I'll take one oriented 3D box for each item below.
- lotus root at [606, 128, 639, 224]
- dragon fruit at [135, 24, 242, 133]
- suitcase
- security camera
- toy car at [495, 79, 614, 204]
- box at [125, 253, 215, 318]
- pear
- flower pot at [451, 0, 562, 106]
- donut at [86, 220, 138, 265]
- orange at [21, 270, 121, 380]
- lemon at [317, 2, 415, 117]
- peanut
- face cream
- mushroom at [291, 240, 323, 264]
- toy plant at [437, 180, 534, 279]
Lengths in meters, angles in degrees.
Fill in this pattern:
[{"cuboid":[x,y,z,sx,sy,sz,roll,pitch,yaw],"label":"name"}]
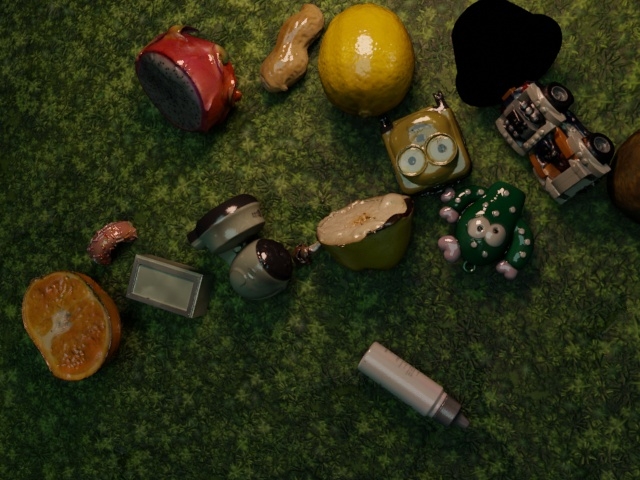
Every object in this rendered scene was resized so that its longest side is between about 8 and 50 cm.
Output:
[{"cuboid":[0.761,-0.139,1.267,0.251,0.346,0.250,0,90,8],"label":"lotus root"},{"cuboid":[-0.345,-0.447,1.633,0.291,0.290,0.189,35,64,14],"label":"dragon fruit"},{"cuboid":[0.265,-0.234,1.504,0.194,0.143,0.234,-20,84,15],"label":"suitcase"},{"cuboid":[-0.196,0.031,1.616,0.191,0.197,0.277,-33,87,23],"label":"security camera"},{"cuboid":[0.536,-0.235,1.402,0.118,0.193,0.301,-32,80,-27],"label":"toy car"},{"cuboid":[-0.438,0.130,1.731,0.225,0.086,0.129,15,93,16],"label":"box"},{"cuboid":[0.137,-0.001,1.533,0.267,0.267,0.178,-20,116,15],"label":"pear"},{"cuboid":[0.419,-0.472,1.431,0.269,0.269,0.166,-29,63,14],"label":"flower pot"},{"cuboid":[-0.631,0.009,1.774,0.065,0.117,0.166,44,101,17],"label":"donut"},{"cuboid":[-0.711,0.246,1.727,0.274,0.274,0.310,-52,43,9],"label":"orange"},{"cuboid":[0.115,-0.455,1.497,0.245,0.245,0.319,-3,72,16],"label":"lemon"},{"cuboid":[-0.077,-0.524,1.632,0.117,0.101,0.263,25,94,-10],"label":"peanut"},{"cuboid":[0.245,0.382,1.529,0.311,0.092,0.092,33,98,15],"label":"face cream"},{"cuboid":[0.000,0.000,1.631,0.187,0.061,0.060,-40,72,0],"label":"mushroom"},{"cuboid":[0.411,-0.027,1.476,0.233,0.112,0.243,3,86,6],"label":"toy plant"}]
